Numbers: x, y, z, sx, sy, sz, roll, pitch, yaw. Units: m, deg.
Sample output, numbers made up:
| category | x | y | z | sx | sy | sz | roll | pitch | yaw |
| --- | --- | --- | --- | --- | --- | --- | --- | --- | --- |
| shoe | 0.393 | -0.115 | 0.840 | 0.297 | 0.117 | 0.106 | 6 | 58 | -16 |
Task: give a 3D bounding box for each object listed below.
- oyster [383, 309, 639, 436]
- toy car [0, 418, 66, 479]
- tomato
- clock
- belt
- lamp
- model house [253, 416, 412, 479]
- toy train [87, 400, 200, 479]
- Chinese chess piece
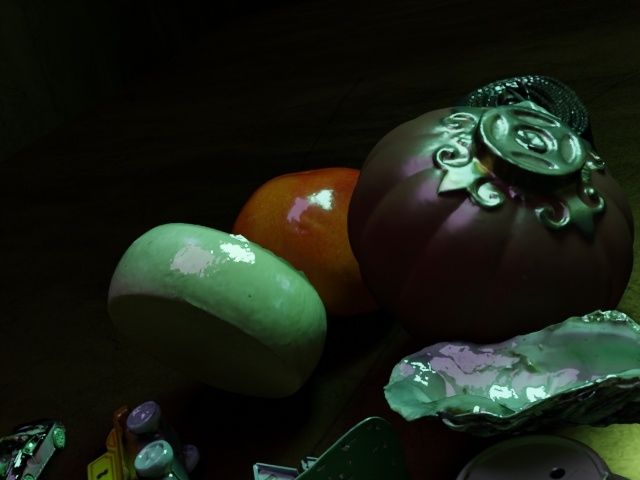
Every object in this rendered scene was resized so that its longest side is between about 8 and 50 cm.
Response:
| category | x | y | z | sx | sy | sz | roll | pitch | yaw |
| --- | --- | --- | --- | --- | --- | --- | --- | --- | --- |
| oyster | 0.187 | 0.117 | 0.789 | 0.252 | 0.087 | 0.199 | -13 | 15 | -10 |
| toy car | -0.362 | 0.259 | 1.103 | 0.069 | 0.055 | 0.142 | -9 | 27 | 17 |
| tomato | -0.003 | 0.000 | 1.177 | 0.259 | 0.180 | 0.260 | -6 | 7 | 1 |
| clock | 0.173 | 0.218 | 0.741 | 0.151 | 0.062 | 0.191 | -32 | 25 | -23 |
| belt | 0.287 | -0.148 | 1.305 | 0.184 | 0.164 | 0.289 | -14 | 26 | 1 |
| lamp | 0.176 | -0.009 | 0.966 | 0.303 | 0.257 | 0.303 | 11 | 43 | -10 |
| model house | -0.008 | 0.225 | 0.815 | 0.167 | 0.117 | 0.088 | -34 | 23 | -20 |
| toy train | -0.190 | 0.251 | 0.941 | 0.127 | 0.089 | 0.219 | -33 | 25 | -3 |
| Chinese chess piece | -0.114 | 0.083 | 1.035 | 0.250 | 0.250 | 0.101 | 0 | 55 | 39 |
